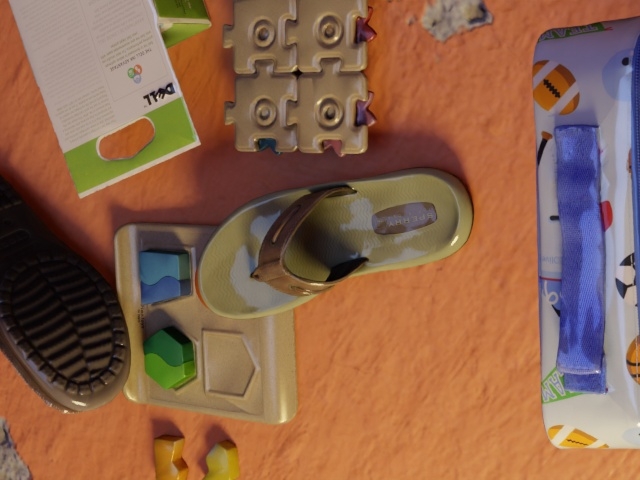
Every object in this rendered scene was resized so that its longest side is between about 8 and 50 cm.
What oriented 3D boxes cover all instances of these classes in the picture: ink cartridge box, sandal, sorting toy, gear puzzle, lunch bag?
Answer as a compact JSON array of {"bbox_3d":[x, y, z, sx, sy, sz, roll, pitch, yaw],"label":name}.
[{"bbox_3d":[-0.211,-0.196,1.341,0.189,0.097,0.255,-20,88,32],"label":"ink cartridge box"},{"bbox_3d":[0.001,-0.002,1.228,0.303,0.086,0.120,-19,93,25],"label":"sandal"},{"bbox_3d":[-0.131,0.136,1.370,0.229,0.041,0.307,2,98,32],"label":"sorting toy"},{"bbox_3d":[-0.017,-0.254,1.247,0.175,0.044,0.338,3,96,33],"label":"gear puzzle"},{"bbox_3d":[0.227,-0.001,0.854,0.115,0.243,0.303,-1,96,33],"label":"lunch bag"}]

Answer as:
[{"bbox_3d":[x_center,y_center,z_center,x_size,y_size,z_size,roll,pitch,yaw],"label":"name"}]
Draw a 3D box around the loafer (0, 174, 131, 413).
[{"bbox_3d":[-0.339,0.066,1.456,0.366,0.134,0.130,51,146,27],"label":"loafer"}]
